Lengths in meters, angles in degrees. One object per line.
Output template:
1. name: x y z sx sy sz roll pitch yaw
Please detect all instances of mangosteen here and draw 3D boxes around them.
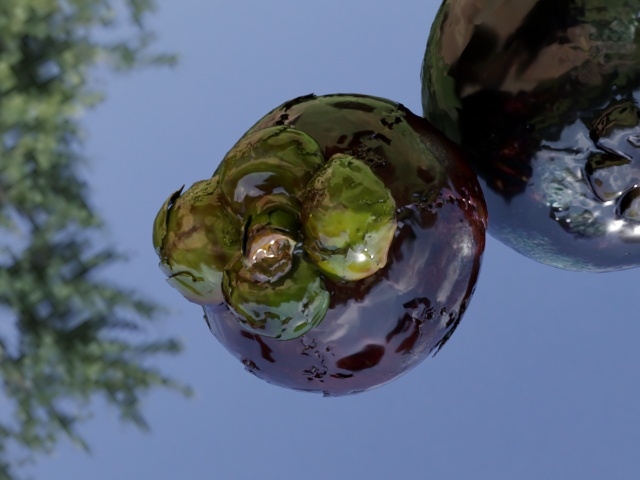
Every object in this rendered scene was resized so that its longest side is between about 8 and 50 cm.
1. mangosteen: 0.157 -0.096 1.158 0.243 0.243 0.243 -25 -156 12
2. mangosteen: 0.000 0.000 1.043 0.166 0.166 0.180 -20 166 22
